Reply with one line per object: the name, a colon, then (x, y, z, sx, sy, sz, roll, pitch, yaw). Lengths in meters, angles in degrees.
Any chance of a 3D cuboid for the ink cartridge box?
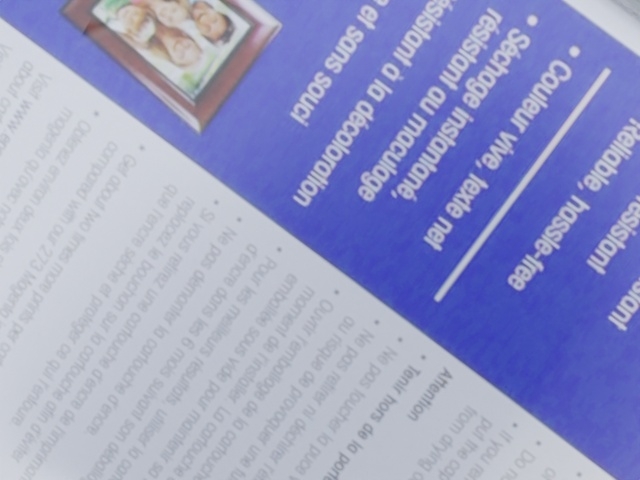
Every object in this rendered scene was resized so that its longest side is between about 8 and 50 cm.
ink cartridge box: (0.000, 0.000, 0.443, 0.175, 0.371, 0.069, -54, -7, 19)
